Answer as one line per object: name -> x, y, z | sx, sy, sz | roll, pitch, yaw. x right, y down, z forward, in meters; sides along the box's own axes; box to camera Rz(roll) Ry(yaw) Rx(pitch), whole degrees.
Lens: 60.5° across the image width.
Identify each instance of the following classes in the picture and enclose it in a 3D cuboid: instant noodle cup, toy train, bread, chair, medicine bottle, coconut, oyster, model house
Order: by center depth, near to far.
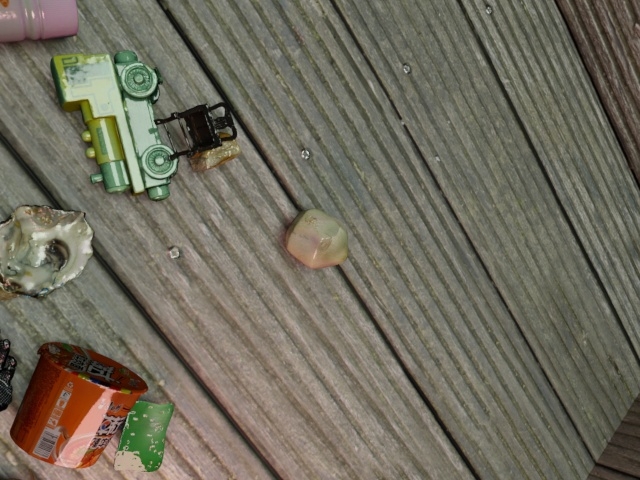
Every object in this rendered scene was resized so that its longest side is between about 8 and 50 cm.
medicine bottle -> -0.706, -0.525, 1.165 | 0.316, 0.202, 0.202 | -18, 97, -30
instant noodle cup -> -0.540, 0.362, 1.208 | 0.250, 0.250, 0.192 | 31, 81, -25
oyster -> -0.633, 0.025, 1.252 | 0.223, 0.083, 0.214 | -2, 92, -35
chair -> -0.269, -0.274, 1.319 | 0.229, 0.113, 0.106 | -31, 111, -40
toy train -> -0.480, -0.265, 1.323 | 0.237, 0.150, 0.369 | -15, 95, -21
model house -> -0.439, 0.467, 1.339 | 0.117, 0.088, 0.167 | 13, 83, -29
bread -> -0.281, -0.237, 1.452 | 0.125, 0.106, 0.082 | -34, 105, -29
coconut -> 0.000, 0.000, 1.552 | 0.171, 0.183, 0.171 | -46, 154, -30

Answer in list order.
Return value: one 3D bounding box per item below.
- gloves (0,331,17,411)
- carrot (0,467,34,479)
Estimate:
gloves -> -0.732, 0.276, 1.188 | 0.129, 0.106, 0.180 | 5, 57, -31
carrot -> -0.694, 0.606, 1.129 | 0.331, 0.214, 0.193 | 11, 111, -25
